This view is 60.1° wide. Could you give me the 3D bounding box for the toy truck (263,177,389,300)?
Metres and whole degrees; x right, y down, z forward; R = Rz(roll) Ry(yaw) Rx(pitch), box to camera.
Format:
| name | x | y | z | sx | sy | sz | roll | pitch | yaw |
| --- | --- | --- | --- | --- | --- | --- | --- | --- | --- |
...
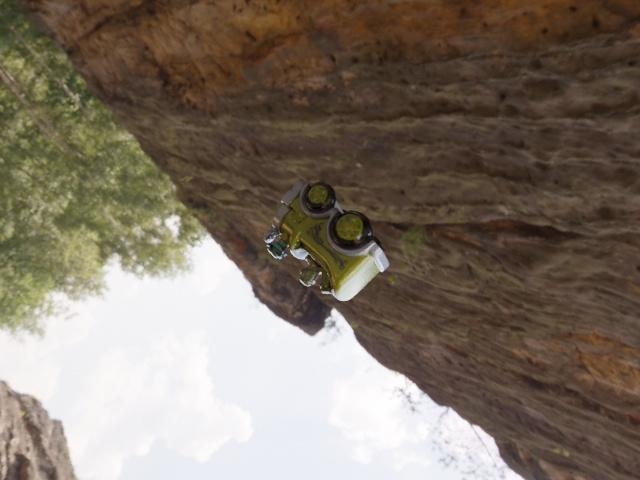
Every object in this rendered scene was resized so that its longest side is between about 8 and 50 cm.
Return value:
| name | x | y | z | sx | sy | sz | roll | pitch | yaw |
| --- | --- | --- | --- | --- | --- | --- | --- | --- | --- |
| toy truck | 0.000 | 0.000 | 0.481 | 0.077 | 0.076 | 0.111 | -46 | -116 | -3 |
